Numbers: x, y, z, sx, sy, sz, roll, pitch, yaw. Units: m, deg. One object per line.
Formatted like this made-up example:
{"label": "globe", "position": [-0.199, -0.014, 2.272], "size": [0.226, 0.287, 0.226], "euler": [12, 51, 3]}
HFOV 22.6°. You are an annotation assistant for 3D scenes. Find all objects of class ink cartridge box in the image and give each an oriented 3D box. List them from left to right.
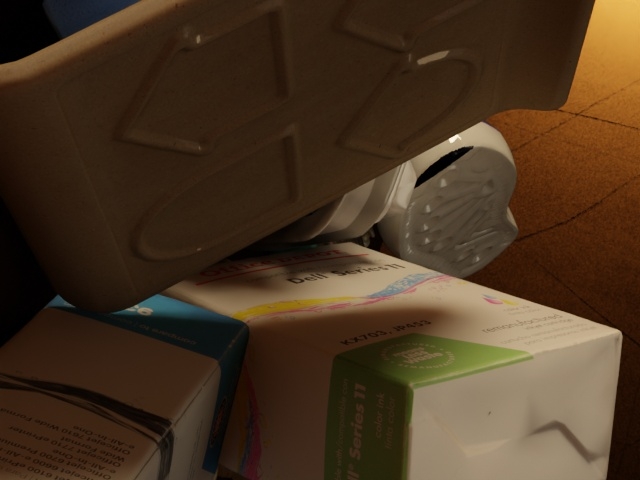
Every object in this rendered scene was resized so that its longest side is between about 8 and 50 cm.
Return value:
{"label": "ink cartridge box", "position": [-0.162, 0.182, 0.957], "size": [0.307, 0.129, 0.223], "euler": [-54, 161, -68]}
{"label": "ink cartridge box", "position": [0.012, 0.089, 1.147], "size": [0.207, 0.353, 0.119], "euler": [-9, 108, -40]}

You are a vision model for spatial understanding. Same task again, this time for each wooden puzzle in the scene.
{"label": "wooden puzzle", "position": [-0.017, -0.099, 0.886], "size": [0.322, 0.347, 0.081], "euler": [86, -20, -69]}

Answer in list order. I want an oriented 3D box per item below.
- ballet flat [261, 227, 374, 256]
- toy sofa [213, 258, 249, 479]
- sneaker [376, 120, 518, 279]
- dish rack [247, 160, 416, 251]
{"label": "ballet flat", "position": [0.000, 0.000, 1.482], "size": [0.107, 0.106, 0.316], "euler": [-50, -159, 21]}
{"label": "toy sofa", "position": [-0.078, 0.165, 1.359], "size": [0.362, 0.177, 0.150], "euler": [-57, 165, -64]}
{"label": "sneaker", "position": [0.065, -0.101, 1.408], "size": [0.130, 0.236, 0.323], "euler": [-34, 161, 3]}
{"label": "dish rack", "position": [0.020, -0.117, 1.290], "size": [0.333, 0.072, 0.286], "euler": [-7, -118, 68]}
